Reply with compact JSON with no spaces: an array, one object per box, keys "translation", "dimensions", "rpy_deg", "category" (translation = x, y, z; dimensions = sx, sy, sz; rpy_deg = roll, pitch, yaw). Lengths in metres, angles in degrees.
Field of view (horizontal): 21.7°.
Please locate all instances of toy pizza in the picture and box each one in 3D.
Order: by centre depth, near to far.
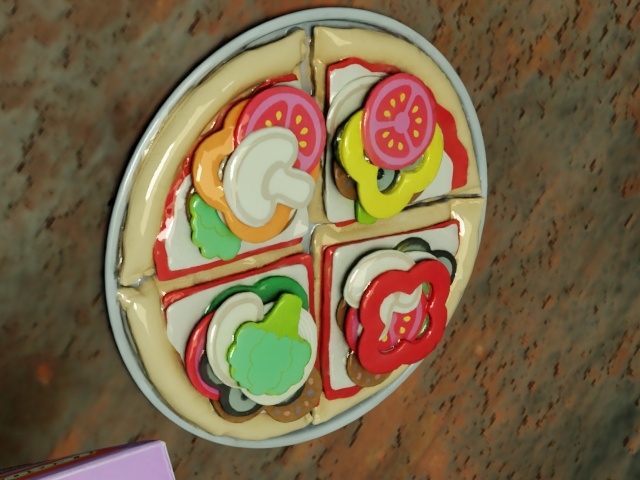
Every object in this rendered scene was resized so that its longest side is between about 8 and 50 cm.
[{"translation":[0.000,0.000,0.726],"dimensions":[0.201,0.032,0.201],"rpy_deg":[-14,116,-32],"category":"toy pizza"}]

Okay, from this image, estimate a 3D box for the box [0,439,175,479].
[{"translation":[-0.207,0.135,0.517],"dimensions":[0.293,0.201,0.057],"rpy_deg":[-15,88,-32],"category":"box"}]
